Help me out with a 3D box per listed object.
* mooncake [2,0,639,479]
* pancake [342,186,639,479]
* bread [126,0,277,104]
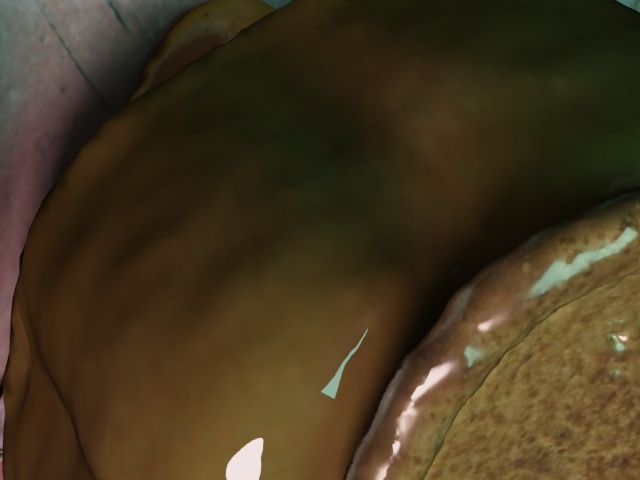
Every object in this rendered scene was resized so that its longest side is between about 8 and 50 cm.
[{"bbox_3d":[0.072,0.098,0.893,0.467,0.262,0.467,-14,125,-21],"label":"mooncake"},{"bbox_3d":[0.129,0.105,0.740,0.286,0.033,0.288,7,118,-32],"label":"pancake"},{"bbox_3d":[0.000,0.000,1.025,0.142,0.091,0.305,-59,134,-26],"label":"bread"}]
